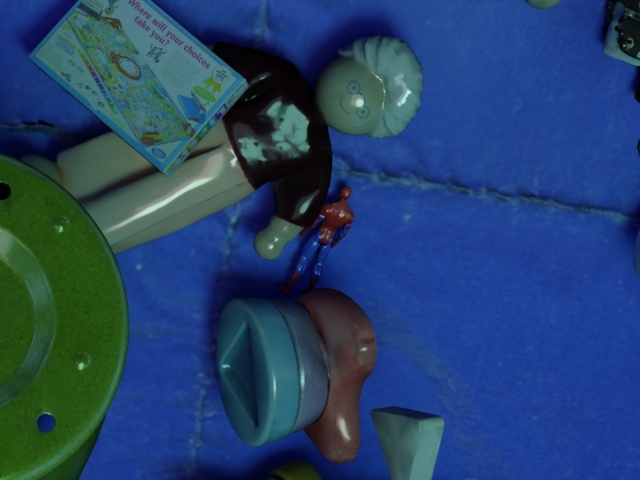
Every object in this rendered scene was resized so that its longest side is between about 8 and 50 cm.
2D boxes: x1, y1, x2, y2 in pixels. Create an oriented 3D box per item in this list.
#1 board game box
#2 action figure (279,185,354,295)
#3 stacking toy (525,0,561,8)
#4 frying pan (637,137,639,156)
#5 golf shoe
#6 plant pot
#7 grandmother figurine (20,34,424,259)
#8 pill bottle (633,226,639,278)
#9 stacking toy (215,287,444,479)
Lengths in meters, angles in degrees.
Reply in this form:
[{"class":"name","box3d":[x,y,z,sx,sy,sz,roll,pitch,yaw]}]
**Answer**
[{"class":"board game box","box3d":[-0.151,-0.140,1.252,0.154,0.026,0.103,41,86,10]},{"class":"action figure","box3d":[0.000,0.000,1.371,0.038,0.030,0.115,21,113,-19]},{"class":"stacking toy","box3d":[0.040,-0.269,1.236,0.330,0.141,0.141,3,110,-1]},{"class":"frying pan","box3d":[0.347,-0.208,1.202,0.053,0.326,0.197,22,128,20]},{"class":"golf shoe","box3d":[0.279,-0.203,1.306,0.094,0.077,0.198,-29,110,4]},{"class":"plant pot","box3d":[-0.300,0.089,1.114,0.366,0.353,0.366,7,73,-23]},{"class":"grandmother figurine","box3d":[-0.069,-0.078,1.298,0.342,0.104,0.208,-24,118,5]},{"class":"pill bottle","box3d":[0.448,0.057,1.367,0.323,0.181,0.181,29,104,-16]},{"class":"stacking toy","box3d":[-0.025,0.211,1.298,0.130,0.279,0.309,-6,112,-25]}]
